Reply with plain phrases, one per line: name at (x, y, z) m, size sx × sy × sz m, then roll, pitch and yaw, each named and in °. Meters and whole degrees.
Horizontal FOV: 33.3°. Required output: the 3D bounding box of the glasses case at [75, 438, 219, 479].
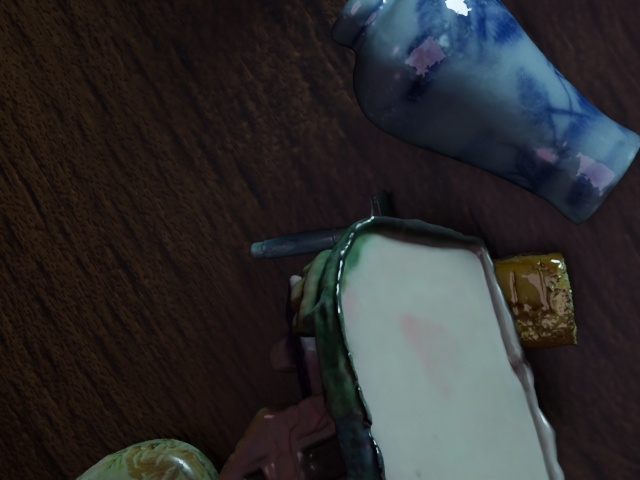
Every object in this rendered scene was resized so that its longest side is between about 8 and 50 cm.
glasses case at (-0.095, 0.384, 0.970) m, size 0.156 × 0.098 × 0.425 m, roll -28°, pitch 86°, yaw 11°

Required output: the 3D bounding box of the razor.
razor at (0.000, 0.000, 0.958) m, size 0.135 × 0.040 × 0.068 m, roll -10°, pitch 90°, yaw 19°

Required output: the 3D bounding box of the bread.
bread at (0.174, 0.050, 0.895) m, size 0.070 × 0.077 × 0.083 m, roll -11°, pitch 92°, yaw 11°

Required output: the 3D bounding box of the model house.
model house at (0.021, 0.133, 0.854) m, size 0.237 × 0.202 × 0.237 m, roll -33°, pitch 66°, yaw 43°

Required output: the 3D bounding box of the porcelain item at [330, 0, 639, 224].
porcelain item at (0.130, -0.119, 0.873) m, size 0.259 × 0.141 × 0.141 m, roll 36°, pitch 101°, yaw 0°
